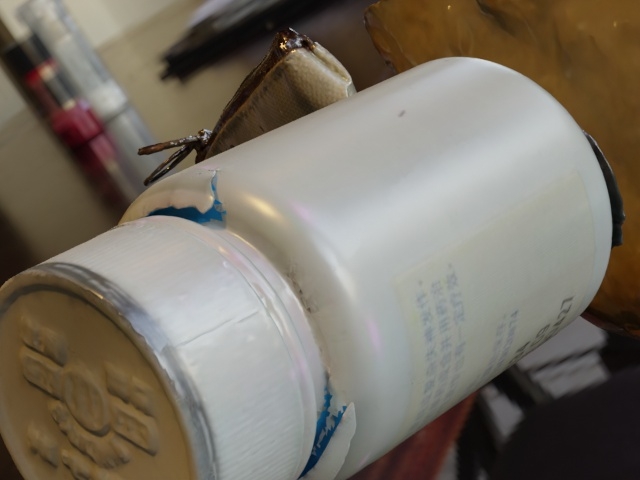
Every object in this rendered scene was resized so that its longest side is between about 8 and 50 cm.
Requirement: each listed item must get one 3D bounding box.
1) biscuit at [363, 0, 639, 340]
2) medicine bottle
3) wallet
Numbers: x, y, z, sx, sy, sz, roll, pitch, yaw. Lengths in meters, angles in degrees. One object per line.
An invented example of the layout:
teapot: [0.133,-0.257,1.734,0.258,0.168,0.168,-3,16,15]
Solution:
biscuit: [0.239,-0.137,1.222,0.104,0.446,0.429,-18,-24,-35]
medicine bottle: [-0.001,0.022,0.671,0.143,0.143,0.258,-15,9,46]
wallet: [0.001,-0.003,1.131,0.068,0.275,0.335,-40,2,-20]
